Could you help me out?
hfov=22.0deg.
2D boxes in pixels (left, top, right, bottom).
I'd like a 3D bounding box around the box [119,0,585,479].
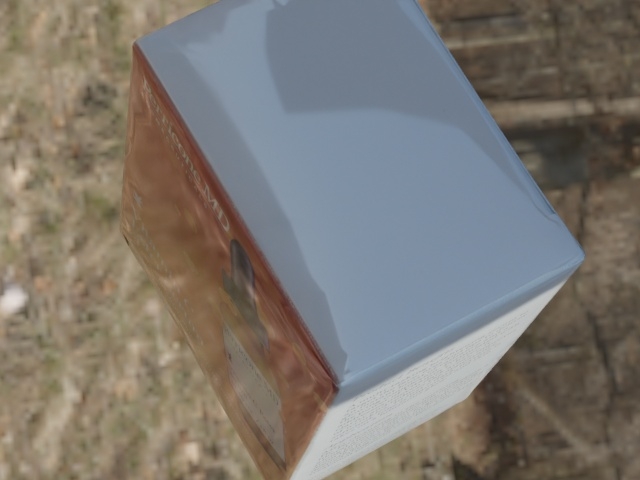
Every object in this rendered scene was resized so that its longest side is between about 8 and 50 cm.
[{"bbox_3d":[0.000,0.000,0.576,0.130,0.091,0.170,59,-17,14],"label":"box"}]
